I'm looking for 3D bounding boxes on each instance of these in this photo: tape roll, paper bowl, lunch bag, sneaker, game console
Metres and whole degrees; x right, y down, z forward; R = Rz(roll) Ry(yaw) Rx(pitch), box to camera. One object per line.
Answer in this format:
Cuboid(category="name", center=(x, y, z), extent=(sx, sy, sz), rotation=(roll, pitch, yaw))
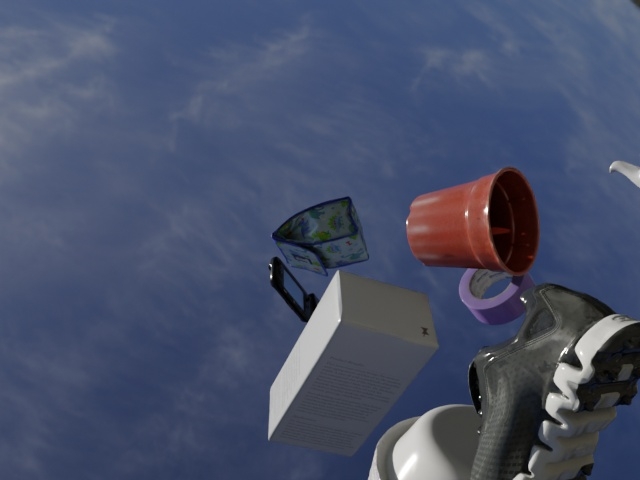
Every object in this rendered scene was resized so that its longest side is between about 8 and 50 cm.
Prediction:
Cuboid(category="tape roll", center=(0.480, 0.130, 1.725), extent=(0.080, 0.188, 0.189), rotation=(48, -149, -32))
Cuboid(category="paper bowl", center=(0.206, 0.324, 0.825), extent=(0.284, 0.148, 0.284), rotation=(10, -163, -3))
Cuboid(category="lunch bag", center=(0.000, 0.000, 1.124), extent=(0.151, 0.129, 0.096), rotation=(-13, -116, 7))
Cuboid(category="sneaker", center=(0.149, 0.132, 0.467), extent=(0.078, 0.235, 0.106), rotation=(4, -153, -30))
Cuboid(category="game console", center=(-0.039, 0.193, 1.724), extent=(0.361, 0.043, 0.213), rotation=(54, -167, -39))

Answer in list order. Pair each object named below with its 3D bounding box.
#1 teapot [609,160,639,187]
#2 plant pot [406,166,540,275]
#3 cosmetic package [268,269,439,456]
Cuboid(category="teapot", center=(0.851, -0.211, 1.477), extent=(0.187, 0.256, 0.252), rotation=(54, -176, 8))
Cuboid(category="plant pot", center=(0.387, -0.039, 1.657), extent=(0.272, 0.265, 0.273), rotation=(6, -98, -46))
Cuboid(category="cosmetic package", center=(0.057, 0.299, 1.469), extent=(0.229, 0.453, 0.162), rotation=(17, -142, -16))
